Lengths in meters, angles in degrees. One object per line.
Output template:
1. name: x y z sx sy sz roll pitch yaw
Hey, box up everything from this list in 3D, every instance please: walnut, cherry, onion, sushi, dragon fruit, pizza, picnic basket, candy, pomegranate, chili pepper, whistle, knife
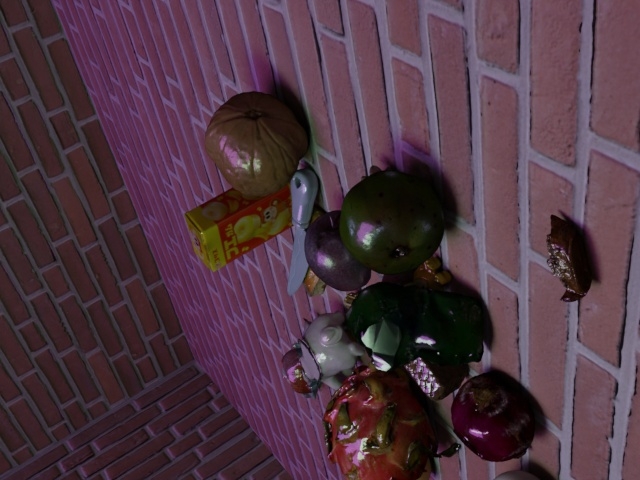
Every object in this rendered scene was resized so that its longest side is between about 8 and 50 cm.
1. walnut: -0.137 -0.204 1.775 0.228 0.228 0.228 48 157 28
2. cherry: 0.039 0.023 1.746 0.176 0.140 0.176 -14 -90 -86
3. onion: 0.324 0.360 1.566 0.173 0.135 0.198 29 145 59
4. sushi: 0.348 0.025 1.175 0.055 0.052 0.120 4 126 48
5. dragon fruit: 0.141 0.426 1.953 0.269 0.250 0.291 -16 77 52
6. pizza: 0.000 0.009 1.944 0.204 0.081 0.188 58 139 34
7. picnic basket: 0.214 0.225 1.688 0.193 0.110 0.055 53 137 17
8. candy: -0.171 -0.058 1.945 0.088 0.276 0.146 45 157 33
9. pomegranate: 0.118 -0.050 1.459 0.225 0.187 0.187 -106 2 -53
10. chili pepper: 0.166 0.160 1.524 0.265 0.116 0.148 10 120 17
11. whistle: -0.048 0.411 2.532 0.142 0.134 0.346 42 163 19
12. knife: -0.043 -0.006 1.908 0.080 0.044 0.331 32 127 43

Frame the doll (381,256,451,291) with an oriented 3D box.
1. doll: 0.178 0.095 1.612 0.145 0.096 0.188 37 141 31

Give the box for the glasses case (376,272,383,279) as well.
1. glasses case: 0.130 0.019 1.676 0.067 0.045 0.178 43 154 41

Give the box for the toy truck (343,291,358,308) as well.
1. toy truck: 0.100 0.156 1.929 0.123 0.052 0.062 10 121 66

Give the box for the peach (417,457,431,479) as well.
1. peach: 0.186 0.577 2.132 0.184 0.184 0.184 48 157 28

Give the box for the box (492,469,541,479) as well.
1. box: 0.429 0.625 1.676 0.288 0.141 0.349 51 159 26

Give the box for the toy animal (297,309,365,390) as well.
1. toy animal: 0.015 0.286 2.165 0.208 0.154 0.325 68 164 -5
